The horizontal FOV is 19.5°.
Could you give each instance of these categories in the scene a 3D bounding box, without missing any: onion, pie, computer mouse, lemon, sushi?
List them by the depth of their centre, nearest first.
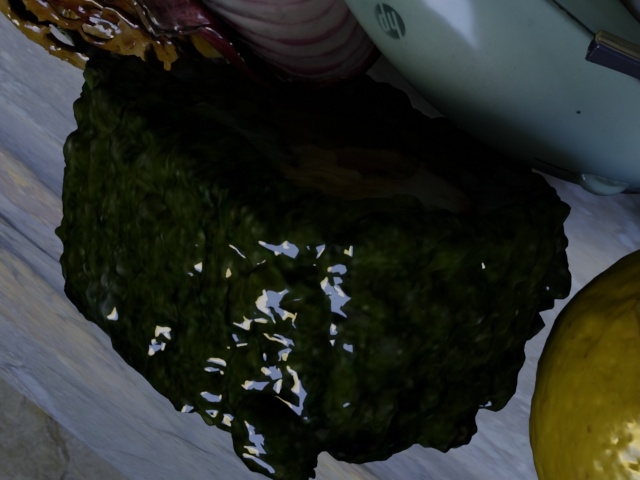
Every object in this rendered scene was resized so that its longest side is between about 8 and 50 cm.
[{"bbox_3d":[0.116,-0.109,1.148,0.288,0.097,0.159,46,154,-22],"label":"computer mouse"},{"bbox_3d":[0.260,0.119,1.202,0.253,0.253,0.310,17,149,39],"label":"lemon"},{"bbox_3d":[-0.058,-0.178,1.216,0.206,0.151,0.098,59,167,-13],"label":"onion"},{"bbox_3d":[0.000,0.000,1.233,0.352,0.294,0.178,38,123,50],"label":"sushi"},{"bbox_3d":[-0.170,-0.207,1.380,0.308,0.085,0.308,29,158,13],"label":"pie"}]

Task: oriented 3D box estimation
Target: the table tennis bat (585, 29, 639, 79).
[{"bbox_3d":[0.229,-0.085,1.080,0.158,0.014,0.095,20,149,-7],"label":"table tennis bat"}]
